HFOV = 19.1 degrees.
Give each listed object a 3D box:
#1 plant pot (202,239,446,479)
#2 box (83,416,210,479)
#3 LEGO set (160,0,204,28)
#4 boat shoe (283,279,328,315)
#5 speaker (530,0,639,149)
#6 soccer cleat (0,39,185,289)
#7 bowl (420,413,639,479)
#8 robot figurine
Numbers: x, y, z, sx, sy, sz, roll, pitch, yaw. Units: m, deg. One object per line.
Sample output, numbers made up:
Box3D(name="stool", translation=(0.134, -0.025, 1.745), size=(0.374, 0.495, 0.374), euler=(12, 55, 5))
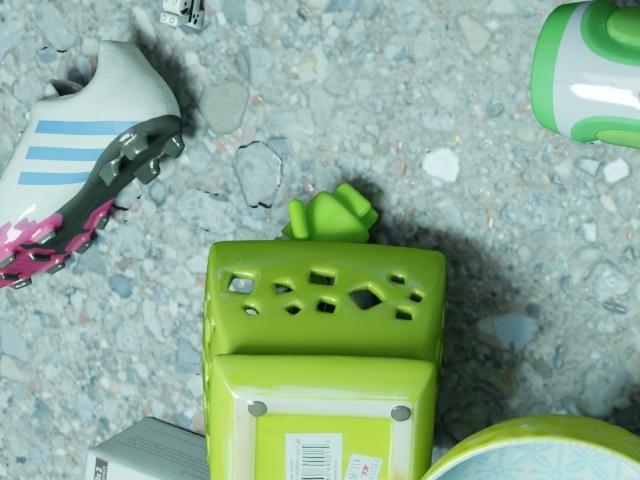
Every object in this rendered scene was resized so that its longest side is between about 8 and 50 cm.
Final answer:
Box3D(name="plant pot", translation=(0.000, 0.149, 1.734), size=(0.227, 0.207, 0.228), euler=(2, 121, 0))
Box3D(name="box", translation=(-0.147, 0.304, 1.970), size=(0.182, 0.119, 0.181), euler=(18, 112, 24))
Box3D(name="LEGO set", translation=(-0.154, -0.314, 1.815), size=(0.087, 0.093, 0.227), euler=(20, 113, 23))
Box3D(name="boat shoe", translation=(-0.018, 0.097, 1.888), size=(0.049, 0.042, 0.133), euler=(10, 110, 24))
Box3D(name="speaker", translation=(0.331, -0.124, 1.583), size=(0.296, 0.131, 0.131), euler=(12, 109, 26))
Box3D(name="soccer cleat", translation=(-0.268, -0.075, 1.949), size=(0.331, 0.116, 0.143), euler=(-38, 68, 29))
Box3D(name="bowl", translation=(0.214, 0.260, 1.669), size=(0.289, 0.156, 0.289), euler=(6, 116, 12))
Box3D(name="robot figurine", translation=(0.000, 0.000, 1.816), size=(0.115, 0.101, 0.067), euler=(-46, 62, -4))
